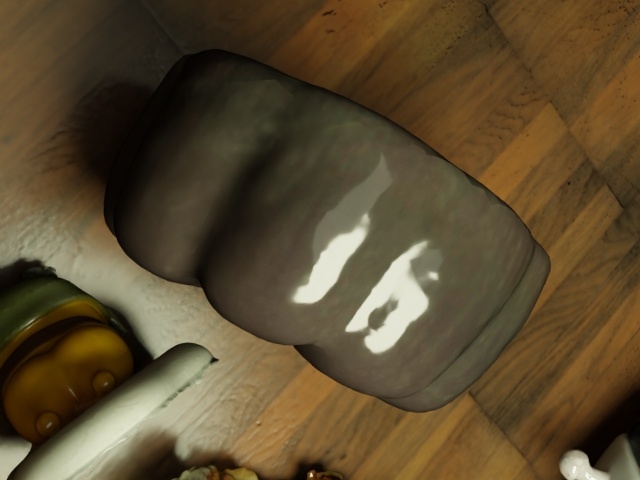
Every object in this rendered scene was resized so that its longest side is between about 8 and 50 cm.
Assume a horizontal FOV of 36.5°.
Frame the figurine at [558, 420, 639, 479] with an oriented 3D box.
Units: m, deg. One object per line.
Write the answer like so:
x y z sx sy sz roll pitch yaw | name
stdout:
0.361 0.337 0.906 0.211 0.253 0.361 -16 110 -7 | figurine

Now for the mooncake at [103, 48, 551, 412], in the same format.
0.000 0.000 0.680 0.306 0.306 0.154 33 86 -24 | mooncake

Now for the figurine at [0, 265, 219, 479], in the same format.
-0.173 0.078 0.646 0.166 0.250 0.141 -36 90 -15 | figurine

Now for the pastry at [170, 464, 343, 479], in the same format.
-0.018 0.302 0.734 0.256 0.237 0.170 9 118 -29 | pastry
